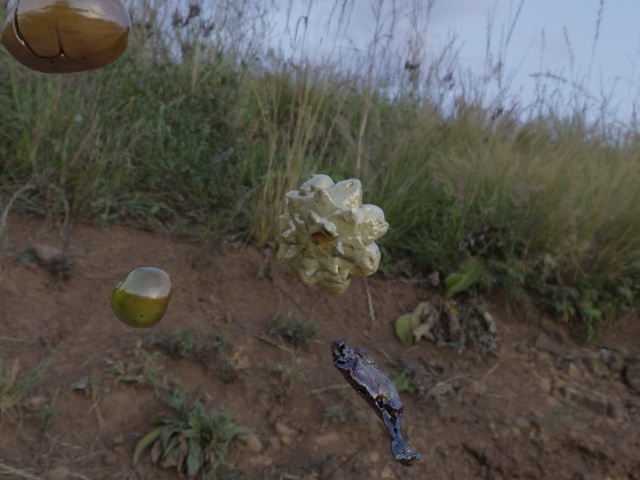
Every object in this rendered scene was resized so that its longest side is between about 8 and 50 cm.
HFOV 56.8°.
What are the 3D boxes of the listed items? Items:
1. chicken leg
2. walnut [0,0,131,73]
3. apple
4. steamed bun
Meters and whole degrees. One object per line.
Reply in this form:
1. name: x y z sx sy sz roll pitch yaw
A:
1. chicken leg: 0.094 0.262 0.979 0.106 0.051 0.253 29 19 -47
2. walnut: -0.558 -0.455 1.277 0.298 0.203 0.203 -12 -12 6
3. apple: -0.244 0.077 0.819 0.074 0.089 0.089 38 -19 -19
4. steamed bun: 0.000 0.000 1.364 0.296 0.292 0.137 6 21 27
